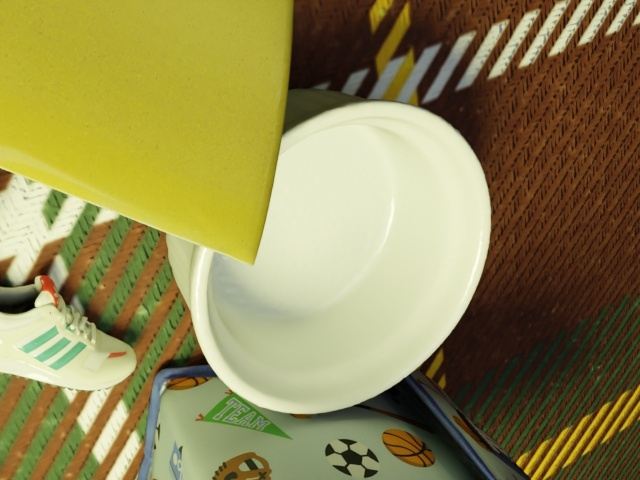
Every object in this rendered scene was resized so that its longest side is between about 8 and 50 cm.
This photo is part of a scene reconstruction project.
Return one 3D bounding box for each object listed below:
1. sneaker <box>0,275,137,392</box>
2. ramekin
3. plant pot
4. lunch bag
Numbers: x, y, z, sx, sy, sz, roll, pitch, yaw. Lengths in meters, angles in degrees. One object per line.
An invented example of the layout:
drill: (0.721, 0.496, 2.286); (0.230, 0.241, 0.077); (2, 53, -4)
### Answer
sneaker: (-0.218, 0.072, 0.571); (0.161, 0.057, 0.075); (20, 108, -33)
ramekin: (0.000, 0.000, 0.616); (0.277, 0.135, 0.277); (-13, 118, -25)
plant pot: (-0.137, -0.122, 0.442); (0.212, 0.212, 0.187); (25, 86, -36)
lunch bag: (0.057, 0.264, 0.662); (0.386, 0.328, 0.239); (3, 114, -30)
